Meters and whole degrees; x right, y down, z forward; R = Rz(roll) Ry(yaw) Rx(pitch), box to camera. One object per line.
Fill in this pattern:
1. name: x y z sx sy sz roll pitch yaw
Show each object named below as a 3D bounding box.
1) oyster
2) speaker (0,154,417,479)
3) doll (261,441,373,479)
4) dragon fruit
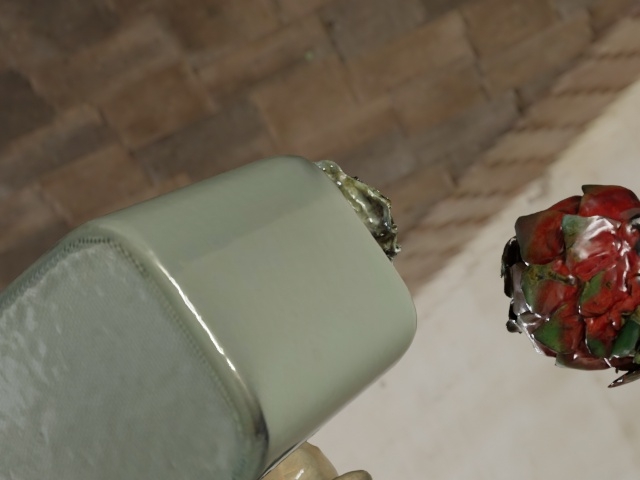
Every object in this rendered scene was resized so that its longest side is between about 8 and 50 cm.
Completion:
1. oyster: 0.000 0.000 1.705 0.064 0.125 0.177 -34 165 -41
2. speaker: -0.132 0.109 1.234 0.406 0.183 0.184 -38 173 41
3. doll: -0.029 0.284 2.031 0.196 0.256 0.152 -51 146 5
4. dragon fruit: 0.248 0.037 1.766 0.182 0.188 0.182 -52 154 -39
